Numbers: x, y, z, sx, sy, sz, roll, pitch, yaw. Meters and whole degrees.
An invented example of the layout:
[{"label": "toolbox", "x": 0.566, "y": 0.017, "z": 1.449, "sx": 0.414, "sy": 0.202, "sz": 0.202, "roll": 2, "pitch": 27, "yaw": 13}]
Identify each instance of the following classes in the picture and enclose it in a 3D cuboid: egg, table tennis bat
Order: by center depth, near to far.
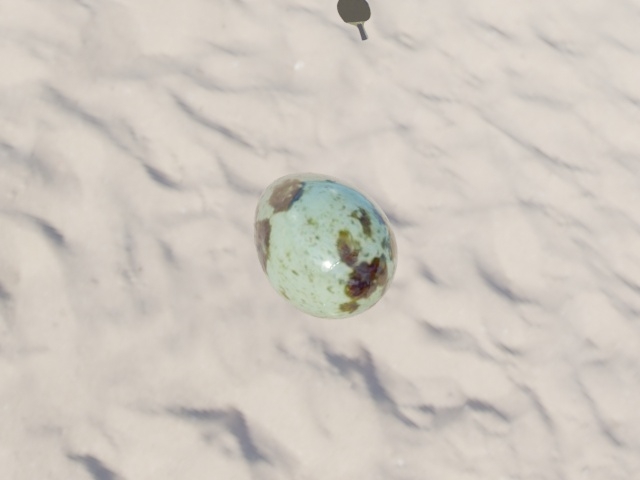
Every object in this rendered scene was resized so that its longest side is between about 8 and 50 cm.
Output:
[{"label": "egg", "x": 0.000, "y": 0.000, "z": 1.702, "sx": 0.169, "sy": 0.169, "sz": 0.231, "roll": -5, "pitch": 37, "yaw": -32}, {"label": "table tennis bat", "x": 0.053, "y": -0.327, "z": 1.977, "sx": 0.050, "sy": 0.083, "sz": 0.007, "roll": -4, "pitch": 47, "yaw": 23}]
